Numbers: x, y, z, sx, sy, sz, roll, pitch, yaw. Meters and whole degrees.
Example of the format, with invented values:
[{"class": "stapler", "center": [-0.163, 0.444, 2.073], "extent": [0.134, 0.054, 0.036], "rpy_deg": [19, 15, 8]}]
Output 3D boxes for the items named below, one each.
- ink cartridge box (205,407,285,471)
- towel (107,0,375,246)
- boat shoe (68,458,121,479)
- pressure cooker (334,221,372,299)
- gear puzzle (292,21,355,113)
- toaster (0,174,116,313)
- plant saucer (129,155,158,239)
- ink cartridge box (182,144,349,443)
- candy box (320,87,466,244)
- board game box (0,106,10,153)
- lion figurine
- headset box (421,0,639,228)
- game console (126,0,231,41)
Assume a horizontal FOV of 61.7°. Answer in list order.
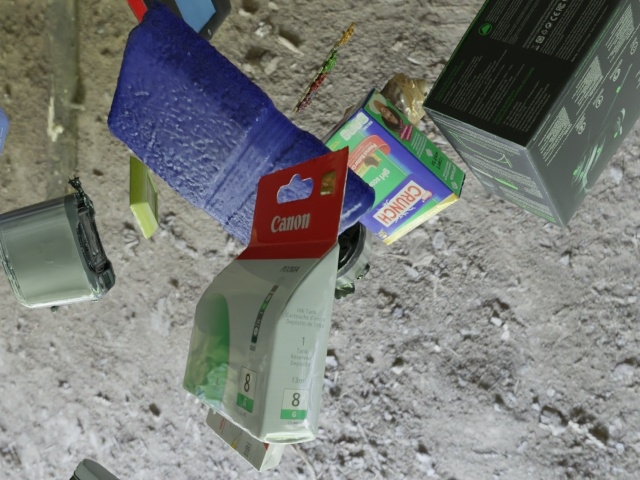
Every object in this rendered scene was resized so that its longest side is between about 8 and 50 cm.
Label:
[{"class": "ink cartridge box", "center": [-0.167, 0.415, 1.222], "extent": [0.198, 0.067, 0.115], "rpy_deg": [25, 100, 35]}, {"class": "towel", "center": [-0.098, -0.103, 0.634], "extent": [0.308, 0.076, 0.227], "rpy_deg": [40, 143, -8]}, {"class": "boat shoe", "center": [-0.420, 0.580, 1.100], "extent": [0.306, 0.113, 0.105], "rpy_deg": [27, 75, 21]}, {"class": "pressure cooker", "center": [0.006, -0.001, 1.913], "extent": [0.375, 0.420, 0.370], "rpy_deg": [22, 87, 13]}, {"class": "gear puzzle", "center": [0.023, -0.566, 1.763], "extent": [0.044, 0.175, 0.339], "rpy_deg": [33, 121, -9]}, {"class": "toaster", "center": [-0.466, 0.012, 0.938], "extent": [0.146, 0.129, 0.227], "rpy_deg": [-15, 102, -7]}, {"class": "plant saucer", "center": [-0.526, -0.129, 1.612], "extent": [0.188, 0.045, 0.188], "rpy_deg": [94, 167, -59]}, {"class": "ink cartridge box", "center": [-0.054, 0.037, 0.465], "extent": [0.181, 0.056, 0.225], "rpy_deg": [-4, 78, 59]}, {"class": "candy box", "center": [0.152, -0.171, 1.339], "extent": [0.317, 0.122, 0.268], "rpy_deg": [38, 137, -13]}, {"class": "board game box", "center": [-0.613, -0.086, 0.868], "extent": [0.233, 0.078, 0.347], "rpy_deg": [153, 127, -69]}, {"class": "lion figurine", "center": [0.162, -0.340, 1.543], "extent": [0.392, 0.142, 0.240], "rpy_deg": [2, 139, 50]}, {"class": "headset box", "center": [0.284, -0.177, 0.638], "extent": [0.131, 0.283, 0.246], "rpy_deg": [35, 95, 36]}, {"class": "game console", "center": [-0.295, -0.548, 1.037], "extent": [0.060, 0.387, 0.342], "rpy_deg": [-14, 127, 20]}]
